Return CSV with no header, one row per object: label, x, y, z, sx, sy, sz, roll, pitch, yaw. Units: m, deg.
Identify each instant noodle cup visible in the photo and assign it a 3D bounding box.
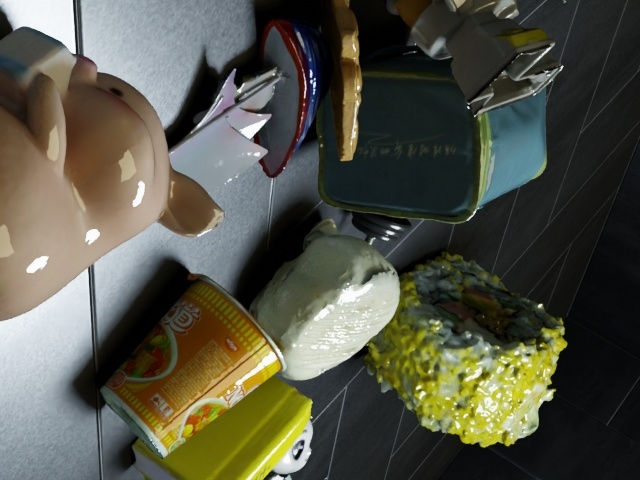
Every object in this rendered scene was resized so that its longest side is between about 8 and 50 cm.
instant noodle cup,-0.164,0.160,1.437,0.185,0.168,0.168,-43,156,-18

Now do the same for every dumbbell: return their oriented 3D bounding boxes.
dumbbell,0.108,-0.073,1.794,0.099,0.099,0.208,-10,127,-64

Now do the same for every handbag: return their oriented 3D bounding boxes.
handbag,0.150,-0.148,1.560,0.241,0.263,0.222,-25,119,-57

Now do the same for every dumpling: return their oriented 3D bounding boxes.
dumpling,-0.001,-0.001,1.731,0.059,0.043,0.077,-33,168,-18

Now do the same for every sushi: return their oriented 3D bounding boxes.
sushi,0.286,0.211,2.249,0.396,0.351,0.240,-21,138,-62

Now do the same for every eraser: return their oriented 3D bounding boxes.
eraser,-0.134,0.270,1.637,0.226,0.158,0.069,-44,158,-33

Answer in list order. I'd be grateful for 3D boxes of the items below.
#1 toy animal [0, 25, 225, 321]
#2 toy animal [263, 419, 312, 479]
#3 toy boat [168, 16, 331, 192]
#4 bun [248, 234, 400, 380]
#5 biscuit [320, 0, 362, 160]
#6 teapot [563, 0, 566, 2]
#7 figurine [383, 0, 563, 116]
toy animal,-0.233,-0.058,0.919,0.256,0.195,0.213,-39,145,-37
toy animal,-0.087,0.338,1.872,0.179,0.138,0.166,-53,176,-1
toy boat,-0.096,-0.107,1.321,0.318,0.072,0.219,-51,156,-11
bun,-0.001,0.091,1.697,0.239,0.141,0.239,-27,149,-18
biscuit,0.024,-0.209,1.353,0.162,0.035,0.250,-101,-173,-65
teapot,0.341,-0.409,1.841,0.043,0.111,0.042,-48,158,-27
figurine,0.148,-0.286,1.344,0.143,0.308,0.308,-33,155,-8
